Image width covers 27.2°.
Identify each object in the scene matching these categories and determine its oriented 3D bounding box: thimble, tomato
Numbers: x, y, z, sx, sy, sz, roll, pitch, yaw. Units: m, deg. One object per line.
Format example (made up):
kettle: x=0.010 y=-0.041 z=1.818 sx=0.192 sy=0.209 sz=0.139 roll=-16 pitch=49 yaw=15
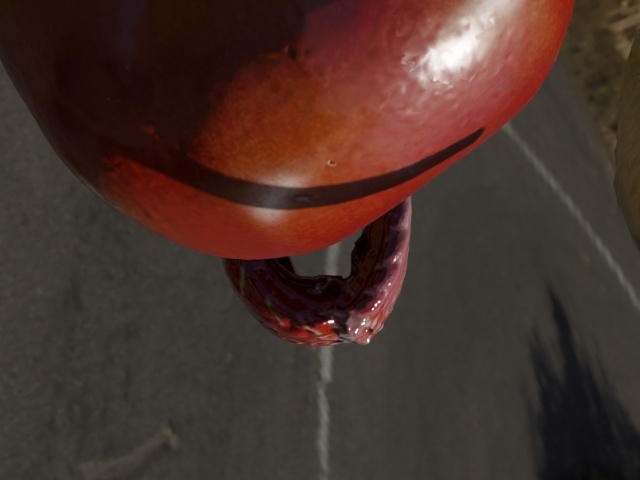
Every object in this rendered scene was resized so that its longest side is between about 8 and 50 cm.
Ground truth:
thimble: x=-0.003 y=-0.006 z=1.141 sx=0.125 sy=0.163 sz=0.190 roll=85 pitch=11 yaw=-79
tomato: x=-0.011 y=-0.131 z=0.673 sx=0.226 sy=0.298 sz=0.299 roll=53 pitch=21 yaw=-57

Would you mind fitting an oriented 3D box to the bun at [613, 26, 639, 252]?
bun: x=0.357 y=-0.109 z=0.879 sx=0.202 sy=0.364 sz=0.364 roll=15 pitch=39 yaw=-16
